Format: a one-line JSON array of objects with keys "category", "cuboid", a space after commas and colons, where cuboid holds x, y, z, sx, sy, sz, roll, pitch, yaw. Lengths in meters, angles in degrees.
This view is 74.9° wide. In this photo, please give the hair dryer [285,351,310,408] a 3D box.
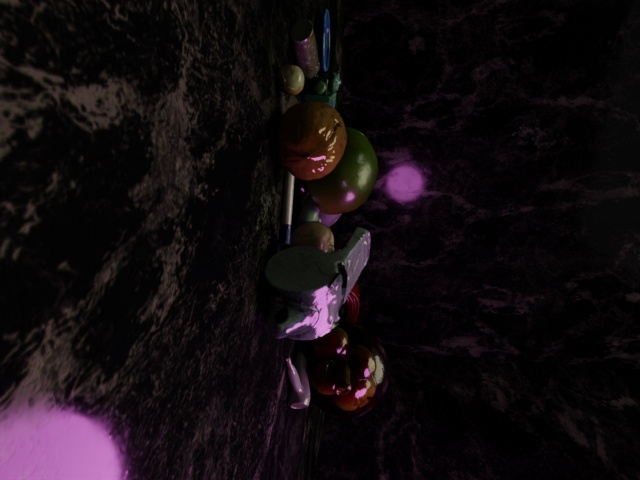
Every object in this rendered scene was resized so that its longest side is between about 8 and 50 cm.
[{"category": "hair dryer", "cuboid": [-0.090, 0.455, 1.476, 0.237, 0.076, 0.206, 75, 10, -45]}]

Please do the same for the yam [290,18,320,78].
[{"category": "yam", "cuboid": [-0.045, -0.578, 1.270, 0.179, 0.078, 0.078, 72, 22, -73]}]

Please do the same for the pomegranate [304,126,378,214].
[{"category": "pomegranate", "cuboid": [0.064, -0.265, 1.365, 0.358, 0.216, 0.309, 54, 33, -45]}]

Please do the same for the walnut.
[{"category": "walnut", "cuboid": [-0.025, -0.261, 1.096, 0.221, 0.196, 0.195, -75, 166, -56]}]

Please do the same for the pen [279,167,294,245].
[{"category": "pen", "cuboid": [-0.094, -0.118, 1.216, 0.033, 0.033, 0.268, 51, 42, -81]}]

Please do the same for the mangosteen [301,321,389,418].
[{"category": "mangosteen", "cuboid": [0.079, 0.512, 1.669, 0.435, 0.383, 0.381, 36, 56, -64]}]

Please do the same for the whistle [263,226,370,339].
[{"category": "whistle", "cuboid": [0.016, 0.107, 1.104, 0.188, 0.405, 0.168, 39, -38, 43]}]

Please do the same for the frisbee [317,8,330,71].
[{"category": "frisbee", "cuboid": [0.011, -0.849, 1.777, 0.242, 0.045, 0.241, 2, 90, -84]}]

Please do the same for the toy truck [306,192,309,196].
[{"category": "toy truck", "cuboid": [-0.017, -0.260, 1.666, 0.177, 0.080, 0.115, -76, 158, -54]}]

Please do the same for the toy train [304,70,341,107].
[{"category": "toy train", "cuboid": [0.005, -0.536, 1.569, 0.298, 0.120, 0.194, -72, 169, -67]}]

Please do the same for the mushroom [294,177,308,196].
[{"category": "mushroom", "cuboid": [-0.060, -0.208, 1.406, 0.123, 0.052, 0.123, 3, 90, -86]}]

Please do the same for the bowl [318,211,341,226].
[{"category": "bowl", "cuboid": [0.014, -0.148, 1.798, 0.086, 0.189, 0.188, 35, 46, -32]}]

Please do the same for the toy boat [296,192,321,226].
[{"category": "toy boat", "cuboid": [-0.028, -0.108, 1.464, 0.207, 0.079, 0.134, -79, -166, -64]}]

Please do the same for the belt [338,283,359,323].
[{"category": "belt", "cuboid": [0.057, 0.310, 1.927, 0.115, 0.228, 0.323, -75, -174, -61]}]

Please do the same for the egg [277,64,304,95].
[{"category": "egg", "cuboid": [-0.076, -0.412, 1.080, 0.083, 0.072, 0.071, 63, 31, -84]}]

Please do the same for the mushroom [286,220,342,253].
[{"category": "mushroom", "cuboid": [-0.019, 0.055, 1.328, 0.255, 0.184, 0.254, 4, 90, -70]}]
